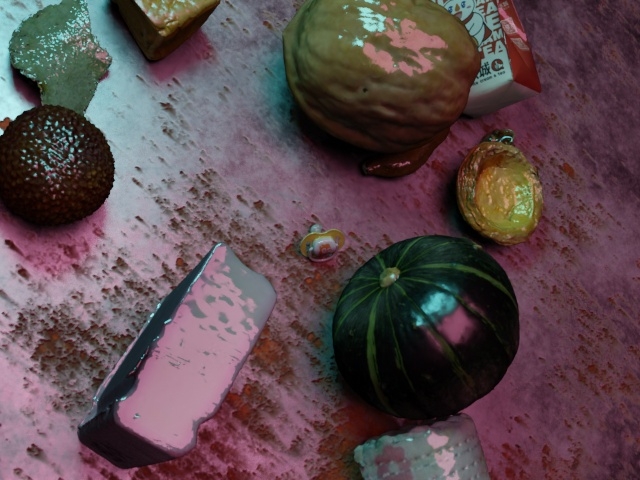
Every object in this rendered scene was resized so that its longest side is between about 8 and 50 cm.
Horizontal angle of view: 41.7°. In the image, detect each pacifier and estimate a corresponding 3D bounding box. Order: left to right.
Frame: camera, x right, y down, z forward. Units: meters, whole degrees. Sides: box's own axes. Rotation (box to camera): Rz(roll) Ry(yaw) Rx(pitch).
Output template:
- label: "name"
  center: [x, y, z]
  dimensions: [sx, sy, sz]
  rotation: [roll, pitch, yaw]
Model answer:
- label: "pacifier"
  center: [0.000, 0.000, 1.506]
  dimensions: [0.083, 0.068, 0.064]
  rotation: [-11, 45, -12]

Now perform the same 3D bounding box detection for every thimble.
- label: "thimble"
  center: [0.167, 0.378, 1.392]
  dimensions: [0.210, 0.185, 0.150]
  rotation: [-14, 80, -10]

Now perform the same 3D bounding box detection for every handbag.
- label: "handbag"
  center: [0.315, -0.410, 1.676]
  dimensions: [0.151, 0.171, 0.298]
  rotation: [6, 71, -53]

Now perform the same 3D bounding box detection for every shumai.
- label: "shumai"
  center: [0.373, -0.197, 1.709]
  dimensions: [0.082, 0.080, 0.083]
  rotation: [23, 66, -19]

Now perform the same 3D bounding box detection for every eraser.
- label: "eraser"
  center: [-0.208, 0.176, 1.180]
  dimensions: [0.122, 0.359, 0.272]
  rotation: [36, 63, -10]

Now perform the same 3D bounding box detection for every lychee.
- label: "lychee"
  center: [-0.408, -0.112, 1.280]
  dimensions: [0.194, 0.194, 0.195]
  rotation: [7, 72, -23]

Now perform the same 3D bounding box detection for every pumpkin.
- label: "pumpkin"
  center: [0.172, 0.137, 1.397]
  dimensions: [0.323, 0.323, 0.241]
  rotation: [-57, 129, -26]

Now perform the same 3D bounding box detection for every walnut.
- label: "walnut"
  center: [0.097, -0.316, 1.493]
  dimensions: [0.343, 0.306, 0.306]
  rotation: [15, 69, -10]

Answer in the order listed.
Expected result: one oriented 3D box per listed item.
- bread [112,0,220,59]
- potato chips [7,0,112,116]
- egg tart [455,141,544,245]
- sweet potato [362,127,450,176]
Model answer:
- label: "bread"
  center: [-0.274, -0.416, 1.442]
  dimensions: [0.143, 0.149, 0.158]
  rotation: [-36, 92, -25]
- label: "potato chips"
  center: [-0.426, -0.289, 1.387]
  dimensions: [0.167, 0.059, 0.228]
  rotation: [-23, 86, -38]
- label: "egg tart"
  center: [0.344, -0.091, 1.653]
  dimensions: [0.212, 0.090, 0.213]
  rotation: [3, 84, -26]
- label: "sweet potato"
  center: [0.177, -0.181, 1.629]
  dimensions: [0.081, 0.062, 0.233]
  rotation: [41, 65, 12]
